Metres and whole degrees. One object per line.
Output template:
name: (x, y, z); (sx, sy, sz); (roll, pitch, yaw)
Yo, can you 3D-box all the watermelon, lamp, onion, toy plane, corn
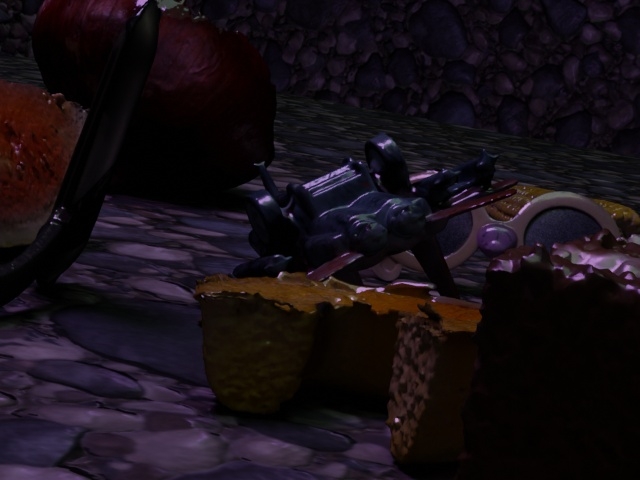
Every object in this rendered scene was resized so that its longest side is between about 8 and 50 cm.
watermelon: (-0.231, -0.050, 1.013); (0.063, 0.119, 0.245); (1, 2, 37)
lamp: (-0.211, -0.051, 0.809); (0.283, 0.203, 0.124); (7, 27, -36)
onion: (-0.175, -0.131, 1.446); (0.272, 0.195, 0.272); (36, -17, 13)
toy plane: (-0.002, -0.007, 0.996); (0.223, 0.104, 0.326); (-25, 16, -17)
corn: (0.223, -0.015, 1.402); (0.085, 0.063, 0.165); (-22, 22, -24)

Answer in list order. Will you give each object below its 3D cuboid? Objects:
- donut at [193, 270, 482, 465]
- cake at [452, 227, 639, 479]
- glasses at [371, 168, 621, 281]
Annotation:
donut: (0.031, 0.055, 0.730); (0.181, 0.078, 0.146); (6, 5, 31)
cake: (0.139, 0.065, 0.556); (0.135, 0.134, 0.147); (16, 18, 31)
glasses: (0.144, -0.013, 1.227); (0.190, 0.088, 0.220); (9, 8, 6)
